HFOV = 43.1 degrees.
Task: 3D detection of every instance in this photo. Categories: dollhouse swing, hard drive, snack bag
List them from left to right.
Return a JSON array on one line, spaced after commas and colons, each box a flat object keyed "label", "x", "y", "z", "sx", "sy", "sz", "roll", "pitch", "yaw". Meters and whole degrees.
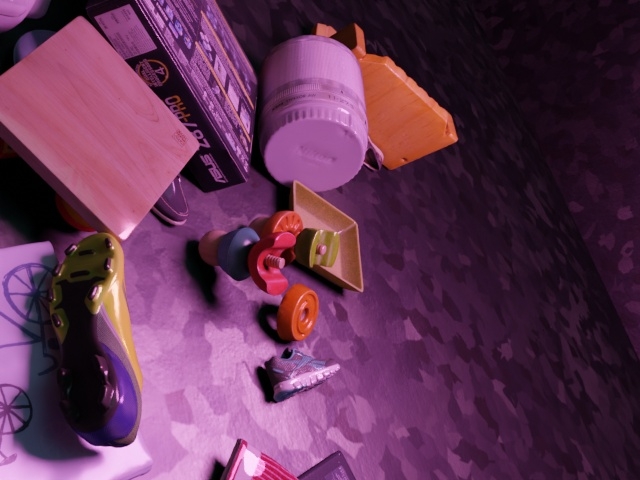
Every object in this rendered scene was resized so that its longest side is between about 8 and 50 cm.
[{"label": "snack bag", "x": -0.366, "y": 0.169, "z": 0.919, "sx": 0.323, "sy": 0.037, "sz": 0.343, "roll": -16, "pitch": 74, "yaw": -58}, {"label": "hard drive", "x": 0.012, "y": 0.391, "z": 1.250, "sx": 0.135, "sy": 0.022, "sz": 0.094, "roll": -12, "pitch": 72, "yaw": -58}, {"label": "dollhouse swing", "x": 0.147, "y": -0.406, "z": 1.966, "sx": 0.347, "sy": 0.315, "sz": 0.305, "roll": 37, "pitch": 54, "yaw": -28}]

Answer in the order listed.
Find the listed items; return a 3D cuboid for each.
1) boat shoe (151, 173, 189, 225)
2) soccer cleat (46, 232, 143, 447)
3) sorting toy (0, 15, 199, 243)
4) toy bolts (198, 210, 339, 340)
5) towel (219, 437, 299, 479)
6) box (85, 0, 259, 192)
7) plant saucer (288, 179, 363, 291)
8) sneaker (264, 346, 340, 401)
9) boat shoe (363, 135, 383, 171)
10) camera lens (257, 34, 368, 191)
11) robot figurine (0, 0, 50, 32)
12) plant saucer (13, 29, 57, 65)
[{"label": "boat shoe", "x": -0.264, "y": -0.123, "z": 1.310, "sx": 0.075, "sy": 0.065, "sz": 0.206, "roll": -16, "pitch": 74, "yaw": -58}, {"label": "soccer cleat", "x": -0.271, "y": 0.120, "z": 1.000, "sx": 0.121, "sy": 0.093, "sz": 0.289, "roll": 66, "pitch": 8, "yaw": -52}, {"label": "sorting toy", "x": -0.335, "y": -0.147, "z": 1.150, "sx": 0.257, "sy": 0.089, "sz": 0.255, "roll": 48, "pitch": 38, "yaw": -19}, {"label": "toy bolts", "x": -0.101, "y": 0.050, "z": 1.361, "sx": 0.228, "sy": 0.158, "sz": 0.218, "roll": 11, "pitch": 92, "yaw": -62}, {"label": "towel", "x": -0.027, "y": 0.452, "z": 1.100, "sx": 0.329, "sy": 0.037, "sz": 0.237, "roll": 44, "pitch": 38, "yaw": -19}, {"label": "box", "x": -0.232, "y": -0.328, "z": 1.392, "sx": 0.318, "sy": 0.097, "sz": 0.395, "roll": -88, "pitch": 157, "yaw": -43}, {"label": "plant saucer", "x": 0.000, "y": 0.000, "z": 1.585, "sx": 0.188, "sy": 0.045, "sz": 0.188, "roll": 34, "pitch": 37, "yaw": -34}, {"label": "sneaker", "x": -0.030, "y": 0.207, "z": 1.333, "sx": 0.166, "sy": 0.065, "sz": 0.076, "roll": -6, "pitch": 62, "yaw": -58}, {"label": "boat shoe", "x": 0.099, "y": -0.222, "z": 1.926, "sx": 0.152, "sy": 0.056, "sz": 0.049, "roll": 37, "pitch": 30, "yaw": -30}, {"label": "camera lens", "x": -0.018, "y": -0.262, "z": 1.640, "sx": 0.219, "sy": 0.219, "sz": 0.274, "roll": 33, "pitch": 38, "yaw": -34}, {"label": "robot figurine", "x": -0.518, "y": -0.388, "z": 1.073, "sx": 0.300, "sy": 0.200, "sz": 0.353, "roll": 36, "pitch": 23, "yaw": 23}, {"label": "plant saucer", "x": -0.396, "y": -0.237, "z": 1.261, "sx": 0.195, "sy": 0.037, "sz": 0.195, "roll": 34, "pitch": 38, "yaw": -32}]
